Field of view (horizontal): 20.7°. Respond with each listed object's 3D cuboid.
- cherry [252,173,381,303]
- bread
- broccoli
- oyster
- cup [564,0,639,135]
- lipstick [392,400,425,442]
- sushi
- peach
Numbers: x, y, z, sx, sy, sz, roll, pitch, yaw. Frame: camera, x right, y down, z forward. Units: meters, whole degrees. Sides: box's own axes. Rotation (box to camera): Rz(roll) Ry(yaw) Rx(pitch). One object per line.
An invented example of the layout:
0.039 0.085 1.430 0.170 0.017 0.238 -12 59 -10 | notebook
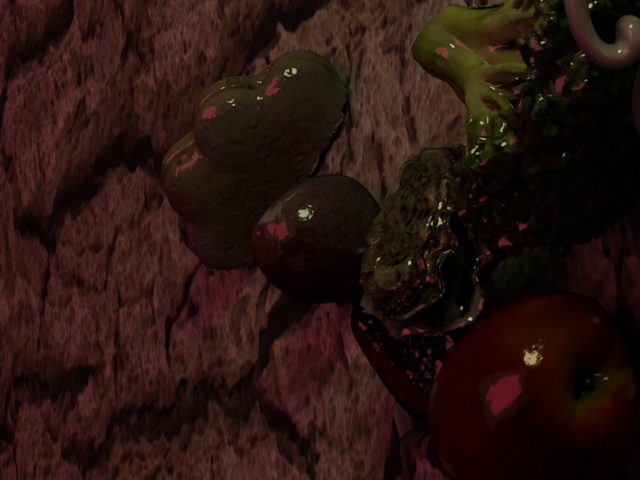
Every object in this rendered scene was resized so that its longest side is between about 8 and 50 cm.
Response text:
0.001 -0.003 2.173 0.140 0.176 0.176 39 113 25 | cherry
-0.109 -0.115 2.354 0.337 0.183 0.102 -59 31 23 | bread
0.244 -0.156 1.738 0.324 0.334 0.272 -41 74 29 | broccoli
0.130 -0.009 1.906 0.198 0.112 0.268 -25 39 44 | oyster
0.377 -0.193 1.543 0.259 0.356 0.275 -120 47 -74 | cup
0.099 0.192 2.092 0.025 0.025 0.107 -51 36 32 | lipstick
0.127 0.102 1.983 0.126 0.136 0.225 -58 39 27 | sushi
0.213 0.165 1.789 0.243 0.199 0.243 -43 37 44 | peach
